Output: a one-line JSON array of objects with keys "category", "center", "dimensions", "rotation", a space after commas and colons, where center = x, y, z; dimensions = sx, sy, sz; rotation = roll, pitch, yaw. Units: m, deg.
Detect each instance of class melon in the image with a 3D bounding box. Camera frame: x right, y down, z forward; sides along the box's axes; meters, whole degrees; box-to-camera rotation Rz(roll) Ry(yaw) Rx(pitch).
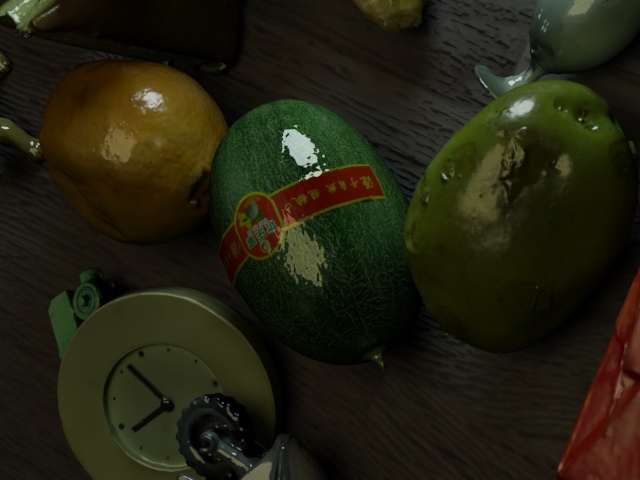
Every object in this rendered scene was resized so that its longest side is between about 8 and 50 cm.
[{"category": "melon", "center": [0.000, 0.000, 1.768], "dimensions": [0.182, 0.182, 0.288], "rotation": [-40, 66, 22]}]

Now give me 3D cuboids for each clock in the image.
[{"category": "clock", "center": [-0.150, 0.161, 1.880], "dimensions": [0.235, 0.029, 0.235], "rotation": [4, 104, 17]}]

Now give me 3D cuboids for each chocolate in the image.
[{"category": "chocolate", "center": [0.347, 0.139, 1.559], "dimensions": [0.237, 0.108, 0.235], "rotation": [23, 95, 33]}]

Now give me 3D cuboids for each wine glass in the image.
[{"category": "wine glass", "center": [0.235, -0.198, 1.695], "dimensions": [0.202, 0.093, 0.093], "rotation": [-50, 60, 18]}]

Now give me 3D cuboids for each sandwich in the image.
[{"category": "sandwich", "center": [-0.206, -0.245, 1.913], "dimensions": [0.122, 0.235, 0.128], "rotation": [-4, 82, 45]}]

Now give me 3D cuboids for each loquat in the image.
[{"category": "loquat", "center": [-0.185, -0.094, 1.901], "dimensions": [0.234, 0.176, 0.187], "rotation": [25, 131, 45]}]

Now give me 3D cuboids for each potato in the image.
[{"category": "potato", "center": [0.174, -0.019, 1.655], "dimensions": [0.148, 0.186, 0.253], "rotation": [-111, 34, -66]}]

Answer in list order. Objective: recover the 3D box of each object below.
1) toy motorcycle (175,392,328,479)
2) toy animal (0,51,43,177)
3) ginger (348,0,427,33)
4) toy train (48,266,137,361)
[{"category": "toy motorcycle", "center": [-0.070, 0.282, 1.813], "dimensions": [0.159, 0.106, 0.270], "rotation": [6, 102, 22]}, {"category": "toy animal", "center": [-0.389, -0.136, 2.096], "dimensions": [0.103, 0.101, 0.219], "rotation": [-36, 64, 22]}, {"category": "ginger", "center": [-0.070, -0.378, 1.852], "dimensions": [0.363, 0.122, 0.348], "rotation": [3, 68, 1]}, {"category": "toy train", "center": [-0.228, 0.116, 1.971], "dimensions": [0.099, 0.070, 0.172], "rotation": [-33, 66, 34]}]
